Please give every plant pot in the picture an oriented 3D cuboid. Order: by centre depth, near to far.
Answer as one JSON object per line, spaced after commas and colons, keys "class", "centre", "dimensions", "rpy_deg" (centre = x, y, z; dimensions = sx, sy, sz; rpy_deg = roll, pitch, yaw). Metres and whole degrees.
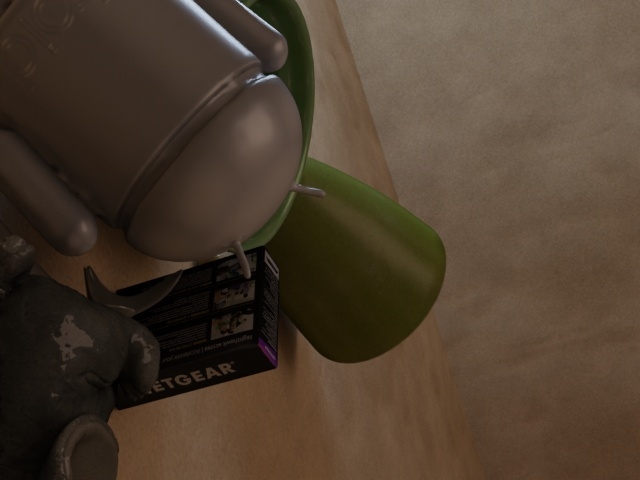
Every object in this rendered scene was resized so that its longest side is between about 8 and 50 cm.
{"class": "plant pot", "centre": [0.000, 0.000, 1.540], "dimensions": [0.293, 0.274, 0.275], "rpy_deg": [42, 31, -35]}

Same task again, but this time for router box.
{"class": "router box", "centre": [-0.131, 0.088, 1.012], "dimensions": [0.133, 0.178, 0.046], "rpy_deg": [-90, 157, -45]}

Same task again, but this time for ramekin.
{"class": "ramekin", "centre": [-0.129, -0.144, 1.149], "dimensions": [0.303, 0.148, 0.304], "rpy_deg": [10, 90, -71]}

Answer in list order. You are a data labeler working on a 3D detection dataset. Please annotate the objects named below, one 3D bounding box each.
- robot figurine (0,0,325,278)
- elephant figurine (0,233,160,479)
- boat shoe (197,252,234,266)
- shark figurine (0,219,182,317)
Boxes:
{"class": "robot figurine", "centre": [-0.160, -0.120, 0.886], "dimensions": [0.353, 0.300, 0.200], "rpy_deg": [41, -24, 0]}
{"class": "elephant figurine", "centre": [-0.204, 0.159, 0.694], "dimensions": [0.186, 0.169, 0.239], "rpy_deg": [31, 49, -31]}
{"class": "boat shoe", "centre": [-0.113, 0.042, 1.374], "dimensions": [0.170, 0.063, 0.059], "rpy_deg": [51, 33, -57]}
{"class": "shark figurine", "centre": [-0.207, 0.066, 0.889], "dimensions": [0.278, 0.116, 0.166], "rpy_deg": [36, 42, -65]}
